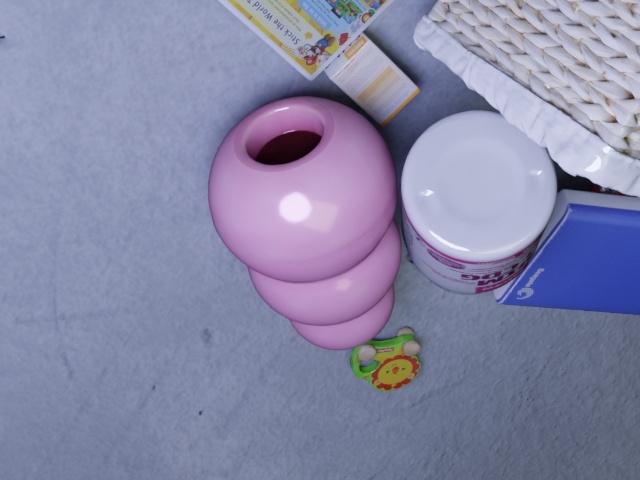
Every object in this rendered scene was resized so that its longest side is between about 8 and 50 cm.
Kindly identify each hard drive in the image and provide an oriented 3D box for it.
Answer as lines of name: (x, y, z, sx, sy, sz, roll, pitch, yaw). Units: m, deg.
hard drive: (0.409, 0.024, 1.674, 0.319, 0.040, 0.210, 5, 143, -19)

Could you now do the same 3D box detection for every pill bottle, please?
pill bottle: (0.170, -0.029, 1.452, 0.160, 0.160, 0.283, -28, 167, -2)

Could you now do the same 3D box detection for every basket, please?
basket: (0.344, -0.211, 1.350, 0.328, 0.331, 0.266, 13, 115, -39)

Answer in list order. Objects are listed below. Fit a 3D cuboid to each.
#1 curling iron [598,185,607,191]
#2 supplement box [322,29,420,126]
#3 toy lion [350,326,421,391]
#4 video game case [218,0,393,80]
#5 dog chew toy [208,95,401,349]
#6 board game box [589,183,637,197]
curling iron: (0.453, -0.115, 1.568, 0.274, 0.068, 0.035, -19, 86, -7)
supplement box: (0.056, -0.182, 1.456, 0.062, 0.036, 0.098, -43, 127, 9)
toy lion: (0.085, 0.161, 1.705, 0.100, 0.034, 0.096, -4, 131, -20)
video game case: (-0.002, -0.293, 1.337, 0.206, 0.026, 0.227, -44, 140, 9)
dog chew toy: (0.000, 0.000, 1.460, 0.207, 0.206, 0.332, -25, 135, -5)
board game box: (0.538, -0.102, 1.690, 0.316, 0.064, 0.242, 16, 115, -30)
